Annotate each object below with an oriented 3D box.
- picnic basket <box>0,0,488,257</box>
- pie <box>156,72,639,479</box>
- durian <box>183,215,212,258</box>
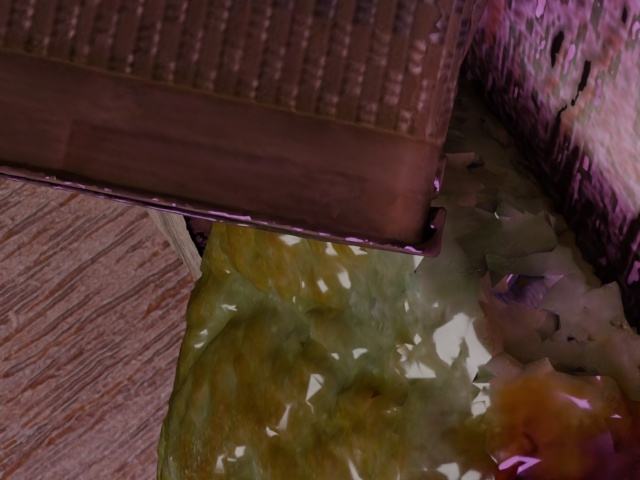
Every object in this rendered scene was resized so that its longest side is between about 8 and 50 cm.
[{"bbox_3d":[-0.056,-0.081,0.506,0.266,0.165,0.139,-170,92,-77],"label":"picnic basket"},{"bbox_3d":[0.047,0.138,0.727,0.418,0.180,0.395,64,147,20],"label":"pie"},{"bbox_3d":[0.001,0.001,1.024,0.108,0.119,0.187,4,-126,-50],"label":"durian"}]
